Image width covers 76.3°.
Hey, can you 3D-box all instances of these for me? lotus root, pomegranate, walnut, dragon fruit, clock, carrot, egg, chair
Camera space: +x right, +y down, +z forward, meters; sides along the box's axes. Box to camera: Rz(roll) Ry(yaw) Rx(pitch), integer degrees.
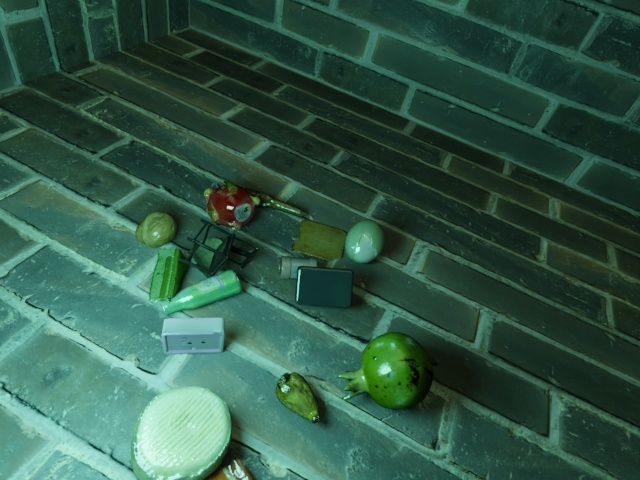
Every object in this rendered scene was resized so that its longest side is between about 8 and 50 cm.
[{"bbox_3d":[-0.068,0.524,1.346,0.108,0.094,0.190,-40,74,-15],"label":"lotus root"},{"bbox_3d":[0.227,0.455,1.401,0.341,0.260,0.260,-16,52,-13],"label":"pomegranate"},{"bbox_3d":[-0.676,-0.045,1.687,0.167,0.149,0.166,-6,26,3],"label":"walnut"},{"bbox_3d":[-0.406,-0.157,1.839,0.224,0.224,0.227,-25,46,-34],"label":"dragon fruit"},{"bbox_3d":[-0.429,0.326,1.386,0.197,0.150,0.063,2,49,-15],"label":"clock"},{"bbox_3d":[-0.228,-0.183,2.014,0.343,0.070,0.070,20,44,1],"label":"carrot"},{"bbox_3d":[0.199,0.014,1.867,0.183,0.183,0.217,31,60,14],"label":"egg"},{"bbox_3d":[-0.393,0.052,1.600,0.260,0.154,0.141,29,39,-23],"label":"chair"}]

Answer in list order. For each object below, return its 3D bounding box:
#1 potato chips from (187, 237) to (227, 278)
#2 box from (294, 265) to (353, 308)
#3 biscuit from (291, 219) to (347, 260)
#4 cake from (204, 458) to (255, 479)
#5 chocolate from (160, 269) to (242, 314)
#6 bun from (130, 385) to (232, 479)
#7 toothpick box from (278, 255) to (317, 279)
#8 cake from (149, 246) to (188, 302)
[{"bbox_3d":[-0.470,0.070,1.691,0.167,0.059,0.228,27,35,0],"label":"potato chips"},{"bbox_3d":[0.015,0.189,1.649,0.231,0.050,0.160,4,86,2],"label":"box"},{"bbox_3d":[0.000,0.000,1.936,0.237,0.013,0.232,16,44,0],"label":"biscuit"},{"bbox_3d":[-0.298,0.711,1.080,0.288,0.098,0.135,-19,54,-32],"label":"cake"},{"bbox_3d":[-0.452,0.203,1.542,0.291,0.110,0.110,-20,55,-28],"label":"chocolate"},{"bbox_3d":[-0.392,0.563,1.165,0.288,0.146,0.287,10,41,-9],"label":"bun"},{"bbox_3d":[-0.097,0.119,1.727,0.149,0.098,0.098,5,45,-13],"label":"toothpick box"},{"bbox_3d":[-0.581,0.124,1.528,0.100,0.099,0.235,-9,33,5],"label":"cake"}]
